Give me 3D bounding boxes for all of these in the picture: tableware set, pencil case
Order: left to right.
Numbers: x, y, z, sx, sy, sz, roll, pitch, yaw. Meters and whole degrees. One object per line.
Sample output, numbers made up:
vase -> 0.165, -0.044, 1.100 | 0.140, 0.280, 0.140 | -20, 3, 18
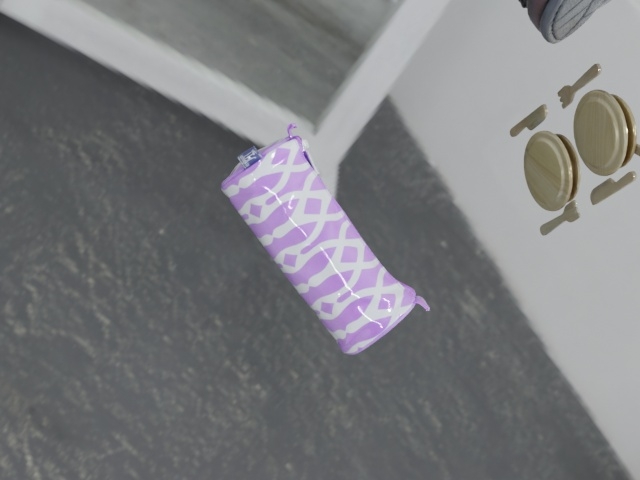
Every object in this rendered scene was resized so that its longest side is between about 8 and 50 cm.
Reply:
pencil case -> 0.000, 0.000, 1.078 | 0.206, 0.088, 0.086 | 54, 0, -8
tableware set -> 0.272, -0.092, 1.279 | 0.039, 0.194, 0.128 | -10, 77, -22

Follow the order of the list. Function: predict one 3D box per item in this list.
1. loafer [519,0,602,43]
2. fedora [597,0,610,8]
loafer -> 0.235, -0.296, 1.222 | 0.095, 0.109, 0.302 | 48, -2, 16
fedora -> 0.337, -0.360, 1.470 | 0.275, 0.244, 0.124 | -42, 86, -10
